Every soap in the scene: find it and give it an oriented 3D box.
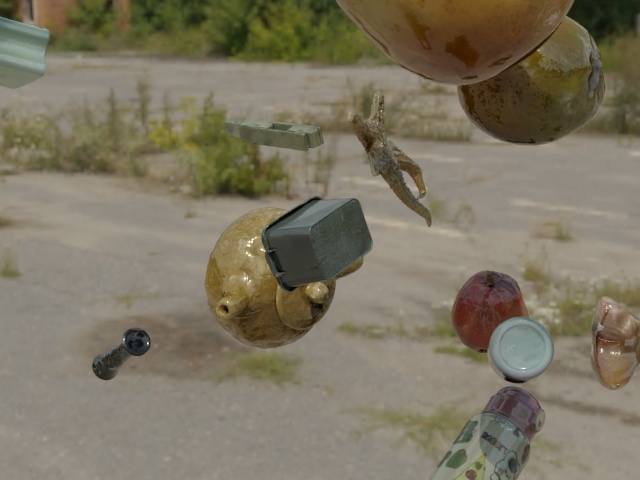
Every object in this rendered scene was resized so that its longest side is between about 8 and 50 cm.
[{"bbox_3d":[-0.459,-0.252,1.329,0.198,0.067,0.119,11,-11,-36],"label":"soap"}]

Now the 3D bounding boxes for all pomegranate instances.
[{"bbox_3d":[0.202,-0.442,1.568,0.416,0.417,0.417,0,12,0],"label":"pomegranate"}]

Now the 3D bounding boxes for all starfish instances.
[{"bbox_3d":[0.125,-0.166,2.079,0.060,0.299,0.302,-23,-12,22],"label":"starfish"}]

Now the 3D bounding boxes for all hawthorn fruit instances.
[{"bbox_3d":[0.373,0.159,2.278,0.173,0.179,0.173,24,34,-17],"label":"hawthorn fruit"}]

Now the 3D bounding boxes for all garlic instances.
[{"bbox_3d":[0.550,0.194,1.980,0.099,0.175,0.124,7,-1,-6],"label":"garlic"}]

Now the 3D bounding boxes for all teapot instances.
[{"bbox_3d":[-0.044,0.058,1.534,0.167,0.204,0.311,15,22,41],"label":"teapot"}]

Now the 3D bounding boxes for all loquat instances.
[{"bbox_3d":[0.397,-0.321,1.994,0.283,0.276,0.276,10,15,31],"label":"loquat"}]

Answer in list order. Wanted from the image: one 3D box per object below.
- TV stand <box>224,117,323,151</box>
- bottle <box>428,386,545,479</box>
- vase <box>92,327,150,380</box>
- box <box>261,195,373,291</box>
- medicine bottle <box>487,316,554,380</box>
[{"bbox_3d":[-0.099,-0.209,2.049,0.249,0.036,0.042,12,36,42],"label":"TV stand"},{"bbox_3d":[0.269,0.345,1.683,0.120,0.120,0.253,11,52,43],"label":"bottle"},{"bbox_3d":[-0.390,0.223,2.053,0.059,0.059,0.167,-10,-17,-38],"label":"vase"},{"bbox_3d":[0.000,0.000,1.195,0.069,0.084,0.122,-8,19,42],"label":"box"},{"bbox_3d":[0.292,0.167,1.557,0.090,0.091,0.217,1,-10,7],"label":"medicine bottle"}]
